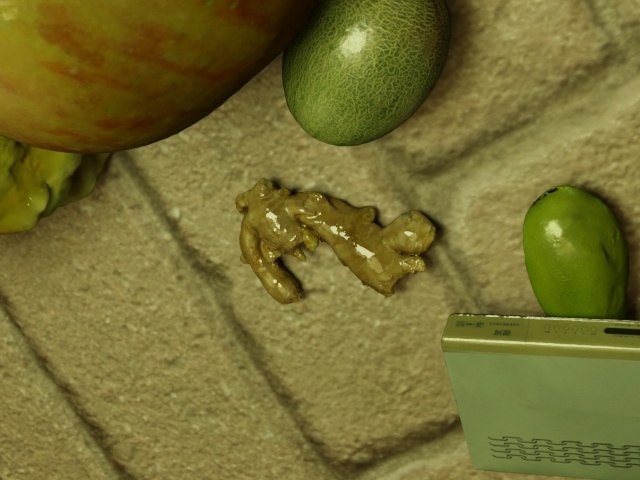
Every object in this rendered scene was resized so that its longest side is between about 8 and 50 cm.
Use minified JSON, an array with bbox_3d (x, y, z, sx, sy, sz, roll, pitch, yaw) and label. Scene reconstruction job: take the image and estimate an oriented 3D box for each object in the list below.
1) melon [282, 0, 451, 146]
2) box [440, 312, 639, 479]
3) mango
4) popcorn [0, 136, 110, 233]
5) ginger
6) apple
[{"bbox_3d":[0.041,-0.168,1.064,0.139,0.139,0.192,37,126,4],"label":"melon"},{"bbox_3d":[0.258,0.150,1.131,0.270,0.045,0.211,0,132,23],"label":"box"},{"bbox_3d":[0.234,0.029,1.102,0.091,0.074,0.165,-19,110,17],"label":"mango"},{"bbox_3d":[-0.400,-0.097,1.200,0.334,0.292,0.293,3,121,29],"label":"popcorn"},{"bbox_3d":[0.000,0.000,1.201,0.176,0.052,0.193,43,122,-5],"label":"ginger"},{"bbox_3d":[-0.172,-0.263,0.983,0.400,0.333,0.400,-21,60,42],"label":"apple"}]
